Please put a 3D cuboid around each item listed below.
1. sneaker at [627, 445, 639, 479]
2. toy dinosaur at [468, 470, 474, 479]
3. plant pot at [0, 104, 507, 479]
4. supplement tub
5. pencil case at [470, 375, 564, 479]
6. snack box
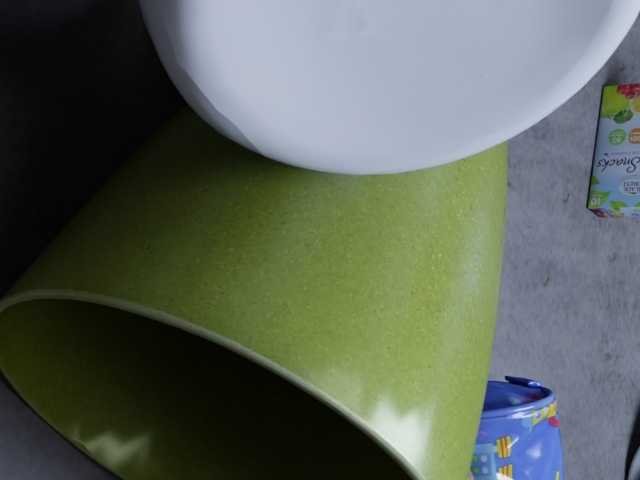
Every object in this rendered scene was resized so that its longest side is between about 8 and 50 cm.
[{"bbox_3d":[0.414,0.322,1.429,0.152,0.114,0.305,-19,108,-64],"label":"sneaker"},{"bbox_3d":[0.085,0.219,0.923,0.200,0.127,0.295,-17,100,-21],"label":"toy dinosaur"},{"bbox_3d":[0.000,0.000,0.752,0.275,0.275,0.293,53,52,-37],"label":"plant pot"},{"bbox_3d":[0.012,-0.218,0.644,0.235,0.235,0.324,42,24,-43],"label":"supplement tub"},{"bbox_3d":[0.159,0.263,1.075,0.133,0.119,0.306,-17,103,-33],"label":"pencil case"},{"bbox_3d":[0.342,-0.096,1.330,0.037,0.100,0.141,27,69,-48],"label":"snack box"}]
